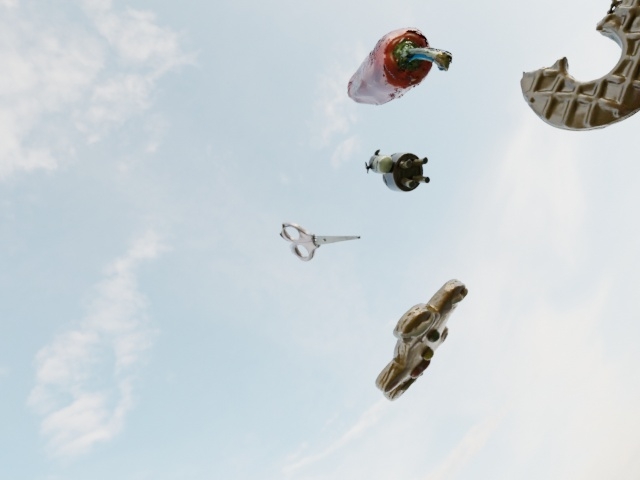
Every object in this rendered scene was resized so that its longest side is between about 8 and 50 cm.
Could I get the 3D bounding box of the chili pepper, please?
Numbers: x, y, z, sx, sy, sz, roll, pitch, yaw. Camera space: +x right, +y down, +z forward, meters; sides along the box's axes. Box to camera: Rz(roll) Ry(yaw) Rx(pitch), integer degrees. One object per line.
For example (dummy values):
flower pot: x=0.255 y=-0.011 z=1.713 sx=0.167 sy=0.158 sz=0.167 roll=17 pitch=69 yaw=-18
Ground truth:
chili pepper: x=0.124 y=-0.320 z=0.825 sx=0.110 sy=0.387 sz=0.110 roll=-2 pitch=-82 yaw=-13

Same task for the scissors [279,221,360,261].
scissors: x=0.000 y=0.000 z=0.835 sx=0.015 sy=0.189 sz=0.100 roll=-51 pitch=-56 yaw=-37

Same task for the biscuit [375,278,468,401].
biscuit: x=0.257 y=0.289 z=1.111 sx=0.283 sy=0.064 sz=0.432 roll=-28 pitch=-39 yaw=-35

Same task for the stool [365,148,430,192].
stool: x=0.243 y=-0.221 z=1.344 sx=0.217 sy=0.121 sz=0.125 roll=17 pitch=-89 yaw=-26

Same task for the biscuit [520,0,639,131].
biscuit: x=0.712 y=-0.426 z=1.082 sx=0.115 sy=0.268 sz=0.366 roll=-4 pitch=-30 yaw=-47
